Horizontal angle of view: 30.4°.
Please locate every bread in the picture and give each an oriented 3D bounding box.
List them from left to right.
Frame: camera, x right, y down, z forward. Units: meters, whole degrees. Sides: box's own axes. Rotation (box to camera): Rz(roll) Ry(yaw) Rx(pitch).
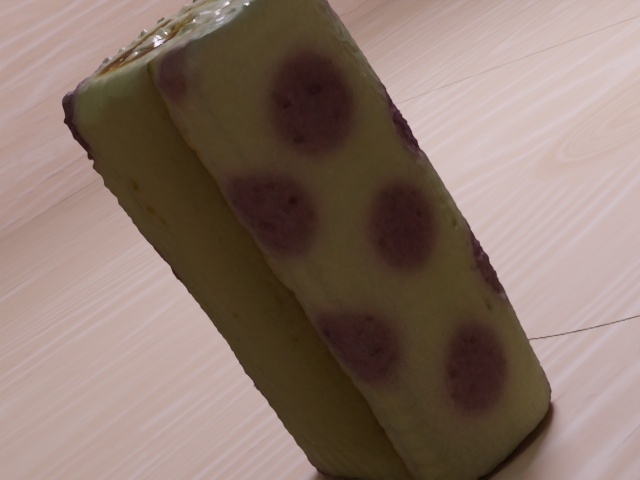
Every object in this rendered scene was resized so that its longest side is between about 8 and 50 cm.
[{"bbox_3d":[0.000,0.000,0.755,0.187,0.338,0.155,-7,32,49],"label":"bread"}]
